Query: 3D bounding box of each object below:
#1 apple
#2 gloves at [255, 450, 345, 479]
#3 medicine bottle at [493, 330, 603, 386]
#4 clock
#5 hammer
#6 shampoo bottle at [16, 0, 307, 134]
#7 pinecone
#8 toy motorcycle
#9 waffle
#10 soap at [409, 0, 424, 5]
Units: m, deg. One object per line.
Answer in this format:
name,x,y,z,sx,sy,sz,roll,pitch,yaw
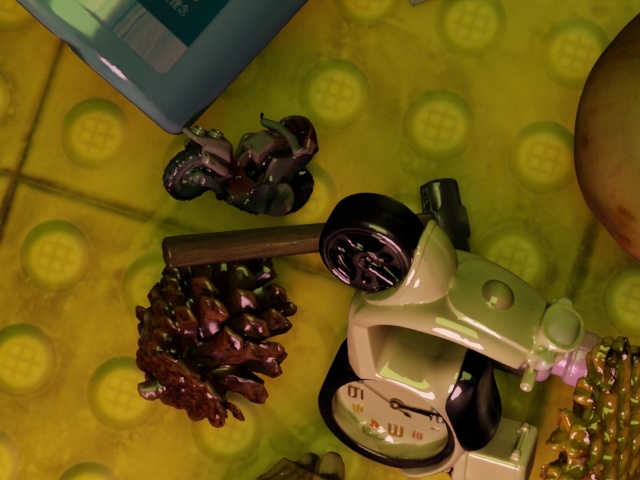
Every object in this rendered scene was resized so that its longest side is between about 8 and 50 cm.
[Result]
apple,0.436,-0.123,1.756,0.338,0.305,0.338,-1,82,5
gloves,-0.058,0.395,1.808,0.203,0.155,0.356,25,83,2
medicine bottle,0.203,0.105,1.840,0.219,0.115,0.078,17,84,6
clock,0.129,0.119,1.733,0.276,0.379,0.120,16,51,12
hammer,0.000,0.000,1.823,0.365,0.043,0.111,-5,78,-24
shampoo bottle,-0.166,-0.340,1.809,0.331,0.331,0.342,42,90,7
pinecone,-0.118,0.095,1.834,0.186,0.169,0.212,13,77,47
toy motorcycle,-0.077,-0.088,1.839,0.082,0.213,0.122,36,110,41
waffle,0.313,0.218,1.775,0.051,0.231,0.228,11,84,35
soap,0.201,-0.397,1.910,0.265,0.087,0.159,-20,82,1
